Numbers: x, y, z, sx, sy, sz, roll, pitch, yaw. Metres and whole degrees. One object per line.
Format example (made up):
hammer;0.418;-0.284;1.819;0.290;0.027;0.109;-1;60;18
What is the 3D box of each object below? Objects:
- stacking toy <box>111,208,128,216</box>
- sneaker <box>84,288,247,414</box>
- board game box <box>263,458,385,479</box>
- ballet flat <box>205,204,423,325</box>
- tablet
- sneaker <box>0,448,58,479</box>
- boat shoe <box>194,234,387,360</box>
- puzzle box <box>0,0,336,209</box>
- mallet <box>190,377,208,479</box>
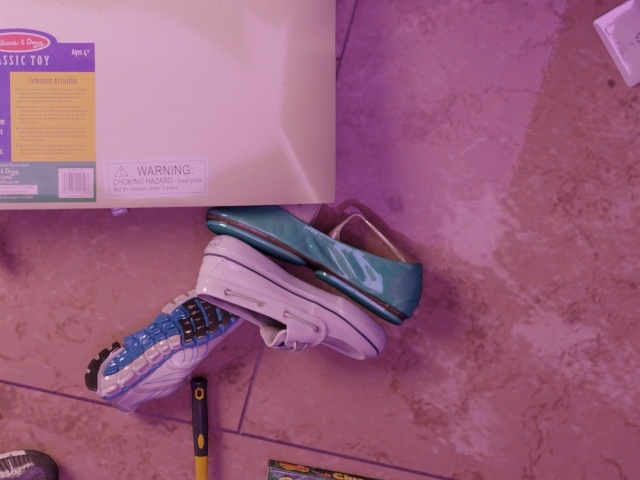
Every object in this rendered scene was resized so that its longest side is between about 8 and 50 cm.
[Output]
stacking toy;-0.307;-0.101;1.784;0.167;0.052;0.221;-18;107;2
sneaker;-0.154;0.121;1.865;0.190;0.071;0.083;-31;135;2
board game box;0.054;0.332;1.957;0.259;0.030;0.136;12;109;-7
ballet flat;0.000;0.000;1.831;0.247;0.083;0.087;27;80;-12
tablet;0.325;-0.207;1.815;0.054;0.006;0.083;-31;107;6
sneaker;-0.388;0.304;1.877;0.234;0.106;0.078;-24;108;4
boat shoe;-0.036;0.081;1.826;0.226;0.083;0.076;30;68;-17
puzzle box;-0.187;-0.169;1.735;0.409;0.052;0.272;-1;100;-8
mallet;-0.121;0.242;1.911;0.062;0.039;0.190;5;106;-6
